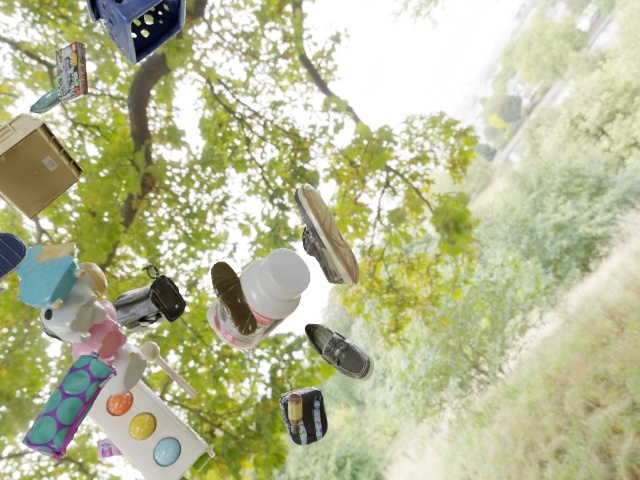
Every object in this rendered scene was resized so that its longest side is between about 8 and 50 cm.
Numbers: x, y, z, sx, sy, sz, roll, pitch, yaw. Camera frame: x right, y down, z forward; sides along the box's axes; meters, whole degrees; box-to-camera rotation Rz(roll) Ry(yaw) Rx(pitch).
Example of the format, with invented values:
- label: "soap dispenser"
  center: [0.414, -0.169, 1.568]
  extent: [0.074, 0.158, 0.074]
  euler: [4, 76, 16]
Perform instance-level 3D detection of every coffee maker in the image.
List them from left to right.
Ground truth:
- label: "coffee maker"
  center: [-0.502, 0.169, 1.323]
  extent: [0.178, 0.171, 0.120]
  euler: [-19, -2, 25]

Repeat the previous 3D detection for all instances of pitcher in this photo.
- label: "pitcher"
  center: [-0.312, 0.319, 1.677]
  extent: [0.125, 0.207, 0.178]
  euler: [-33, -35, -53]

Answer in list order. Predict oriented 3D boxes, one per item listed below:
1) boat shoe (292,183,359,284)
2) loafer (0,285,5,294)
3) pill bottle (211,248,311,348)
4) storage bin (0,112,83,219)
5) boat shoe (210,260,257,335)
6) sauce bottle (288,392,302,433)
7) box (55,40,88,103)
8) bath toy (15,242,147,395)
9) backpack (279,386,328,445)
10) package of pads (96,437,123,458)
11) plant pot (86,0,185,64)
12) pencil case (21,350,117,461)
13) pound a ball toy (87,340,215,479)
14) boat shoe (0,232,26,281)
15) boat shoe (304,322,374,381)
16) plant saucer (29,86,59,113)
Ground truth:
- label: "boat shoe"
  center: [0.000, 0.000, 1.084]
  extent: [0.092, 0.285, 0.103]
  euler: [-18, 32, 22]
- label: "loafer"
  center: [-1.005, 0.157, 1.362]
  extent: [0.045, 0.039, 0.125]
  euler: [-57, -13, 30]
- label: "pill bottle"
  center: [-0.160, 0.158, 1.261]
  extent: [0.318, 0.176, 0.176]
  euler: [-46, 5, 41]
- label: "storage bin"
  center: [-1.007, -0.253, 1.580]
  extent: [0.260, 0.123, 0.262]
  euler: [-51, -27, -23]
- label: "boat shoe"
  center: [-0.170, 0.114, 0.882]
  extent: [0.056, 0.152, 0.049]
  euler: [-20, -11, -22]
- label: "sauce bottle"
  center: [-0.075, 0.511, 1.355]
  extent: [0.042, 0.042, 0.128]
  euler: [-50, -34, -60]
- label: "box"
  center: [-0.651, -0.438, 1.205]
  extent: [0.027, 0.093, 0.137]
  euler: [-1, -95, -62]
- label: "bath toy"
  center: [-0.446, 0.162, 0.884]
  extent: [0.151, 0.128, 0.348]
  euler: [-68, -21, -43]
- label: "backpack"
  center: [-0.056, 0.624, 1.635]
  extent: [0.158, 0.173, 0.117]
  euler: [-13, -3, -19]
- label: "package of pads"
  center: [-0.556, 0.551, 1.228]
  extent: [0.083, 0.050, 0.032]
  euler: [-20, -12, 25]
- label: "plant pot"
  center: [-0.565, -0.720, 1.385]
  extent: [0.236, 0.212, 0.236]
  euler: [-50, 7, -20]
- label: "pencil case"
  center: [-0.380, 0.251, 0.708]
  extent: [0.064, 0.070, 0.152]
  euler: [77, -150, -51]
- label: "pound a ball toy"
  center: [-0.372, 0.383, 1.039]
  extent: [0.208, 0.319, 0.136]
  euler: [-45, -23, -26]
- label: "boat shoe"
  center: [-0.434, 0.066, 0.542]
  extent: [0.066, 0.066, 0.183]
  euler: [-27, 16, 44]
- label: "boat shoe"
  center: [0.033, 0.260, 1.092]
  extent: [0.223, 0.073, 0.080]
  euler: [27, 86, 52]
- label: "plant saucer"
  center: [-0.767, -0.394, 1.304]
  extent: [0.119, 0.119, 0.021]
  euler: [-57, -41, -25]
